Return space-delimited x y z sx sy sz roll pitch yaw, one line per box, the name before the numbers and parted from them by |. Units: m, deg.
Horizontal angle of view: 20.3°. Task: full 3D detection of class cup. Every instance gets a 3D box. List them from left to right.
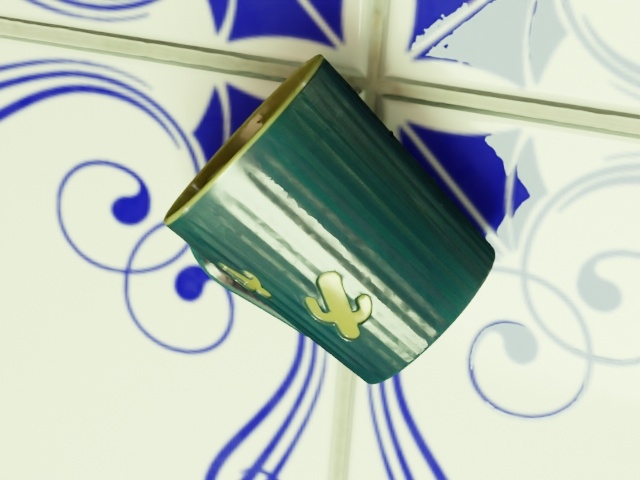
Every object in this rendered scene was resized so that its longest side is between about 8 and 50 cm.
cup | 0.000 0.000 1.040 0.155 0.131 0.176 43 146 -7
